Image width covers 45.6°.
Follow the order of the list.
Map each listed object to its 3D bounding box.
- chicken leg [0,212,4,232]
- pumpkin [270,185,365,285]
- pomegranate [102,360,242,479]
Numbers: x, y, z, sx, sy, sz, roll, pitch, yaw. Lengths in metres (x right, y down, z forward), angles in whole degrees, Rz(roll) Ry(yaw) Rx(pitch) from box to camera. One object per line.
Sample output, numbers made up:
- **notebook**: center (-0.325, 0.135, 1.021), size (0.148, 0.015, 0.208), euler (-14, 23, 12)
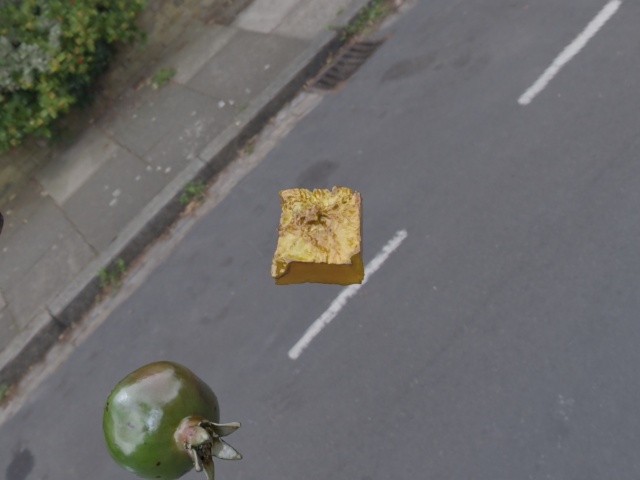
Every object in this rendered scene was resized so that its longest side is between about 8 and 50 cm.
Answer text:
- **chicken leg**: center (-0.353, -0.086, 0.360), size (0.095, 0.407, 0.158), euler (-63, 20, -10)
- **pumpkin**: center (0.000, 0.000, 0.620), size (0.074, 0.054, 0.083), euler (3, 55, 2)
- **pomegranate**: center (-0.216, 0.277, 1.132), size (0.224, 0.181, 0.181), euler (8, 56, 40)
